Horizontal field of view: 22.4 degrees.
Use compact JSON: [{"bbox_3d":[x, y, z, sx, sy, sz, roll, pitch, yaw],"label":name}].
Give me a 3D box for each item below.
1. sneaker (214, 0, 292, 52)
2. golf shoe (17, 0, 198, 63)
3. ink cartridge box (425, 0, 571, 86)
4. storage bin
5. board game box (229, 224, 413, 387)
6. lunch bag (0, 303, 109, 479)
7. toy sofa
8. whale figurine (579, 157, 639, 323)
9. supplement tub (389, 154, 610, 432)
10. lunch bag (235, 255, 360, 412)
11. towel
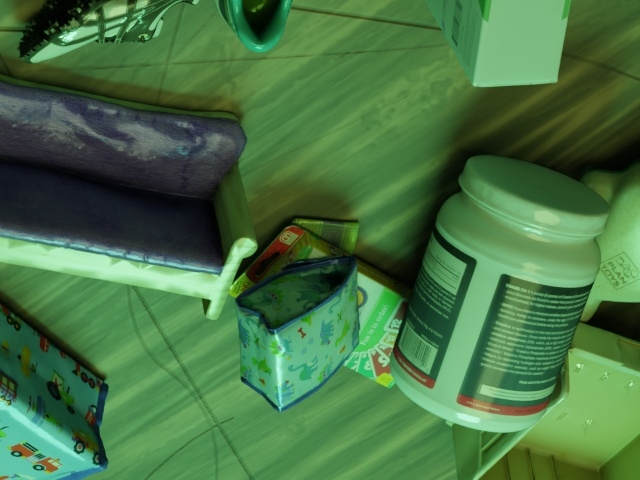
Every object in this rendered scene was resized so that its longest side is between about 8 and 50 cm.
[{"bbox_3d":[-0.042,-0.311,1.565,0.107,0.110,0.275,0,125,-13],"label":"sneaker"},{"bbox_3d":[-0.209,-0.221,1.615,0.198,0.077,0.094,-31,126,12],"label":"golf shoe"},{"bbox_3d":[0.169,-0.269,1.580,0.093,0.212,0.154,-5,126,-13],"label":"ink cartridge box"},{"bbox_3d":[0.335,0.240,2.013,0.262,0.123,0.260,19,133,-24],"label":"storage bin"},{"bbox_3d":[0.025,0.080,1.909,0.259,0.039,0.124,30,117,-29],"label":"board game box"},{"bbox_3d":[-0.427,0.223,1.871,0.293,0.138,0.221,-29,130,21],"label":"lunch bag"},{"bbox_3d":[-0.251,-0.052,1.683,0.363,0.150,0.177,11,124,-20],"label":"toy sofa"},{"bbox_3d":[0.378,-0.004,1.887,0.272,0.141,0.216,-34,101,38],"label":"whale figurine"},{"bbox_3d":[0.202,0.060,1.822,0.191,0.191,0.272,11,110,-20],"label":"supplement tub"},{"bbox_3d":[-0.017,0.097,1.830,0.151,0.096,0.129,-28,136,-28],"label":"lunch bag"},{"bbox_3d":[0.000,0.000,1.865,0.083,0.009,0.060,3,124,-15],"label":"towel"}]
